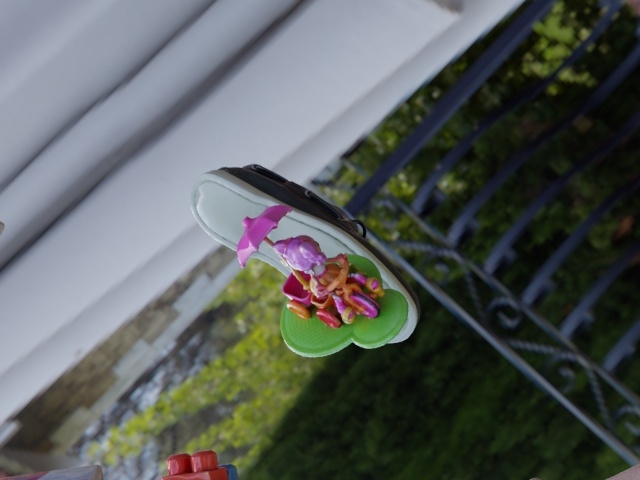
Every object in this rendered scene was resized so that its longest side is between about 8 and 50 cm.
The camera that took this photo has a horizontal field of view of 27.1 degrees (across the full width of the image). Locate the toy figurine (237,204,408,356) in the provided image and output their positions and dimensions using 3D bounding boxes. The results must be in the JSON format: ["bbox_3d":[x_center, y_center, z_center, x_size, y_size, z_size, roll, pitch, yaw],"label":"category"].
[{"bbox_3d":[-0.014,0.032,1.379,0.173,0.130,0.159,15,157,46],"label":"toy figurine"}]

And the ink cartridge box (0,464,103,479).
[{"bbox_3d":[-0.248,0.258,1.190,0.135,0.099,0.056,-95,-3,-76],"label":"ink cartridge box"}]

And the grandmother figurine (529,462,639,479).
[{"bbox_3d":[0.234,0.329,1.365,0.208,0.342,0.104,-107,-7,-73],"label":"grandmother figurine"}]

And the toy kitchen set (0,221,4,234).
[{"bbox_3d":[-0.424,0.028,1.204,0.122,0.207,0.166,21,171,35],"label":"toy kitchen set"}]

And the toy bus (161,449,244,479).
[{"bbox_3d":[-0.126,0.314,1.296,0.149,0.220,0.212,-4,-101,-59],"label":"toy bus"}]

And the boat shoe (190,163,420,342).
[{"bbox_3d":[-0.001,0.003,1.650,0.340,0.113,0.127,28,125,25],"label":"boat shoe"}]
